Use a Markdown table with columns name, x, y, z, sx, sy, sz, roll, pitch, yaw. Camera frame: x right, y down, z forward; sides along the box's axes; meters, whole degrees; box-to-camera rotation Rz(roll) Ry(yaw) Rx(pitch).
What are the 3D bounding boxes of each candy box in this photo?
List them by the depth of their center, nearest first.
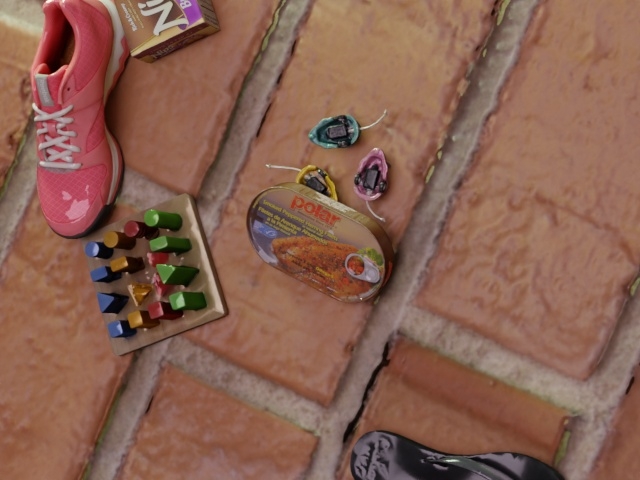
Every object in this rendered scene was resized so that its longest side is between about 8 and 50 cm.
| name | x | y | z | sx | sy | sz | roll | pitch | yaw |
| --- | --- | --- | --- | --- | --- | --- | --- | --- | --- |
| candy box | -0.208 | -0.329 | 1.884 | 0.109 | 0.053 | 0.186 | -22 | 78 | 18 |

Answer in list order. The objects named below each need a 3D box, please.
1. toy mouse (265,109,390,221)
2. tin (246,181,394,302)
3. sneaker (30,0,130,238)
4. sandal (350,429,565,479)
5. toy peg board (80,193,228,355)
| name | x | y | z | sx | sy | sz | roll | pitch | yaw |
| --- | --- | --- | --- | --- | --- | --- | --- | --- | --- |
| toy mouse | 0.039 | -0.097 | 1.785 | 0.161 | 0.031 | 0.143 | 40 | 100 | 18 |
| tin | 0.000 | 0.000 | 1.772 | 0.190 | 0.040 | 0.106 | 28 | 123 | 20 |
| sneaker | -0.322 | -0.160 | 1.870 | 0.116 | 0.136 | 0.313 | 3 | 87 | 22 |
| sandal | 0.150 | 0.279 | 1.704 | 0.254 | 0.054 | 0.097 | 7 | 89 | 21 |
| toy peg board | -0.219 | 0.041 | 1.848 | 0.161 | 0.079 | 0.161 | -21 | 79 | 18 |
